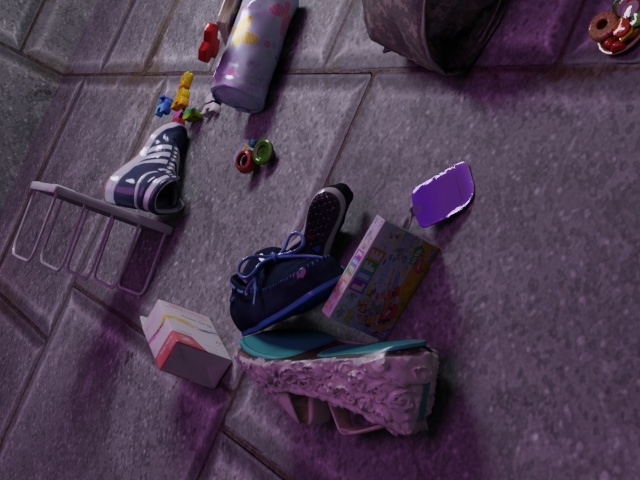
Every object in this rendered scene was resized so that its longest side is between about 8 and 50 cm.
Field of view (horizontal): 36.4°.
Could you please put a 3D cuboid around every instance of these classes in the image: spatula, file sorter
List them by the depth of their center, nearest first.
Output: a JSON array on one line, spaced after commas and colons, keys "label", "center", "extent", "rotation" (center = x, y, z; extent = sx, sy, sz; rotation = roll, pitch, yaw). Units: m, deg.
[{"label": "spatula", "center": [0.108, -0.005, 1.419], "extent": [0.296, 0.030, 0.084], "rotation": [-43, 39, 32]}, {"label": "file sorter", "center": [-0.505, -0.001, 2.136], "extent": [0.193, 0.278, 0.173], "rotation": [11, 82, 59]}]

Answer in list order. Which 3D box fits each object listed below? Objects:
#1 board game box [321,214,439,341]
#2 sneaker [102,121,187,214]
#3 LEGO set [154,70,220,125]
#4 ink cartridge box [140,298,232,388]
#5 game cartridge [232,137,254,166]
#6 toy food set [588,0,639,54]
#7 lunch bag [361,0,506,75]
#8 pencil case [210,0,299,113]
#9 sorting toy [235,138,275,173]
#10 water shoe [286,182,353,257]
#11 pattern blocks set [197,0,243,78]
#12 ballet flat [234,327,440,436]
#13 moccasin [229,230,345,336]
[{"label": "board game box", "center": [0.083, 0.054, 1.341], "extent": [0.154, 0.103, 0.026], "rotation": [-60, 30, 8]}, {"label": "sneaker", "center": [-0.341, -0.156, 2.172], "extent": [0.153, 0.099, 0.282], "rotation": [16, 46, 24]}, {"label": "LEGO set", "center": [-0.311, -0.333, 2.265], "extent": [0.227, 0.087, 0.093], "rotation": [-7, 62, 54]}, {"label": "ink cartridge box", "center": [-0.247, 0.175, 1.752], "extent": [0.067, 0.115, 0.198], "rotation": [-59, 31, 11]}, {"label": "game cartridge", "center": [-0.150, -0.174, 1.965], "extent": [0.083, 0.017, 0.056], "rotation": [31, 99, 60]}, {"label": "toy food set", "center": [0.375, -0.270, 1.212], "extent": [0.082, 0.020, 0.083], "rotation": [-45, 35, 29]}, {"label": "lunch bag", "center": [0.164, -0.410, 1.489], "extent": [0.235, 0.169, 0.287], "rotation": [-138, 43, -55]}, {"label": "pencil case", "center": [-0.131, -0.399, 2.010], "extent": [0.114, 0.124, 0.273], "rotation": [9, 75, 30]}, {"label": "sorting toy", "center": [-0.119, -0.165, 1.895], "extent": [0.102, 0.042, 0.061], "rotation": [-18, 68, 37]}, {"label": "water shoe", "center": [0.000, 0.000, 1.564], "extent": [0.080, 0.073, 0.203], "rotation": [-35, -23, -57]}, {"label": "pattern blocks set", "center": [-0.172, -0.493, 2.064], "extent": [0.285, 0.026, 0.324], "rotation": [49, -123, -79]}, {"label": "ballet flat", "center": [0.007, 0.198, 1.337], "extent": [0.409, 0.147, 0.147], "rotation": [-4, 65, 57]}, {"label": "moccasin", "center": [-0.078, 0.068, 1.475], "extent": [0.342, 0.138, 0.116], "rotation": [-30, 82, 59]}]
